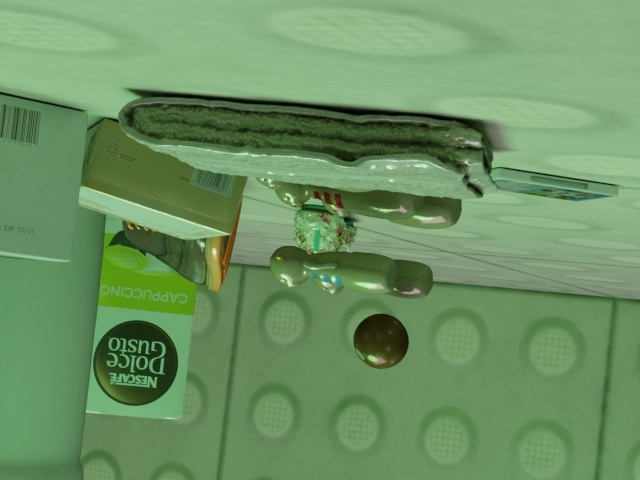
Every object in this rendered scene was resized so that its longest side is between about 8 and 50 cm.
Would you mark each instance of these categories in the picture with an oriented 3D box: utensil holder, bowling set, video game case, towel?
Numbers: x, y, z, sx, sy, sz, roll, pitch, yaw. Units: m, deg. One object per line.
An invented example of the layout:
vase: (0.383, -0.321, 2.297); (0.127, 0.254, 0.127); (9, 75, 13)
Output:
utensil holder: (-0.410, 0.084, 1.690); (0.328, 0.385, 0.327); (7, 176, 1)
bowling set: (0.016, 0.016, 1.438); (0.154, 0.199, 0.287); (6, 172, 25)
video game case: (0.206, -0.052, 1.399); (0.122, 0.011, 0.087); (8, 175, -16)
towel: (-0.001, -0.071, 1.195); (0.282, 0.049, 0.187); (6, 176, 12)

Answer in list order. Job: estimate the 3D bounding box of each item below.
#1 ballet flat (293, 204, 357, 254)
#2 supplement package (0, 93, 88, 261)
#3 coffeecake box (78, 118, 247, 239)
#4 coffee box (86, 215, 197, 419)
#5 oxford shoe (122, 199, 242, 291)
ballet flat: (0.000, 0.000, 2.042); (0.091, 0.077, 0.241); (5, 177, 9)
supplement package: (-0.336, -0.057, 1.329); (0.139, 0.133, 0.244); (10, 175, -42)
coffeecake box: (-0.163, -0.054, 1.416); (0.142, 0.068, 0.185); (18, 173, -16)
coffee box: (-0.402, 0.112, 2.465); (0.338, 0.334, 0.338); (7, 176, -16)
oxford shoe: (-0.176, -0.014, 1.802); (0.133, 0.130, 0.364); (14, 175, -11)
